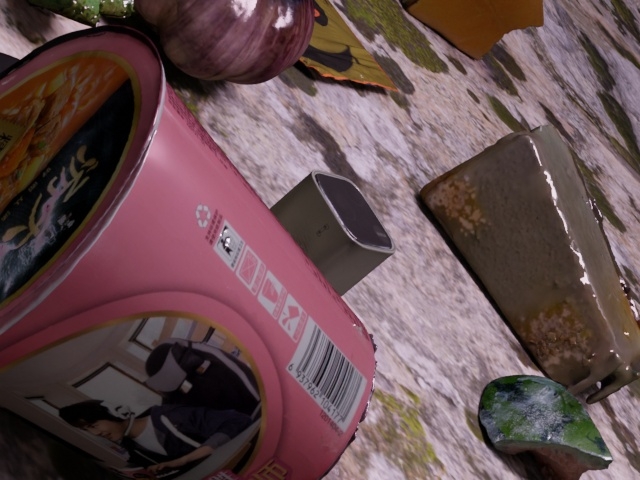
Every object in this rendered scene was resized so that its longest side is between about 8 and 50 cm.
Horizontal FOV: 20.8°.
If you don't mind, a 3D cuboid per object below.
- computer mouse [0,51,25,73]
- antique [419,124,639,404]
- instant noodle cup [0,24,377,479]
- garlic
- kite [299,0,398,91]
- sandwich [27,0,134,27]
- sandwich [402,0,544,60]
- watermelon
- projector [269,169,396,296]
[{"bbox_3d":[-0.247,-0.095,1.171,0.172,0.057,0.099,25,31,-24],"label":"computer mouse"},{"bbox_3d":[0.241,0.033,1.826,0.125,0.150,0.284,-10,69,-61],"label":"antique"},{"bbox_3d":[-0.104,0.041,1.024,0.255,0.244,0.244,45,20,-35],"label":"instant noodle cup"},{"bbox_3d":[-0.095,-0.251,1.585,0.245,0.160,0.245,40,24,-22],"label":"garlic"},{"bbox_3d":[-0.048,-0.286,1.943,0.377,0.013,0.327,38,23,-21],"label":"kite"},{"bbox_3d":[-0.211,-0.280,1.435,0.079,0.159,0.235,16,19,-47],"label":"sandwich"},{"bbox_3d":[0.233,-0.386,2.371,0.198,0.227,0.155,29,29,-41],"label":"sandwich"},{"bbox_3d":[0.188,0.167,1.592,0.101,0.080,0.155,2,42,-14],"label":"watermelon"},{"bbox_3d":[0.000,0.000,1.449,0.083,0.082,0.083,12,42,-58],"label":"projector"}]
